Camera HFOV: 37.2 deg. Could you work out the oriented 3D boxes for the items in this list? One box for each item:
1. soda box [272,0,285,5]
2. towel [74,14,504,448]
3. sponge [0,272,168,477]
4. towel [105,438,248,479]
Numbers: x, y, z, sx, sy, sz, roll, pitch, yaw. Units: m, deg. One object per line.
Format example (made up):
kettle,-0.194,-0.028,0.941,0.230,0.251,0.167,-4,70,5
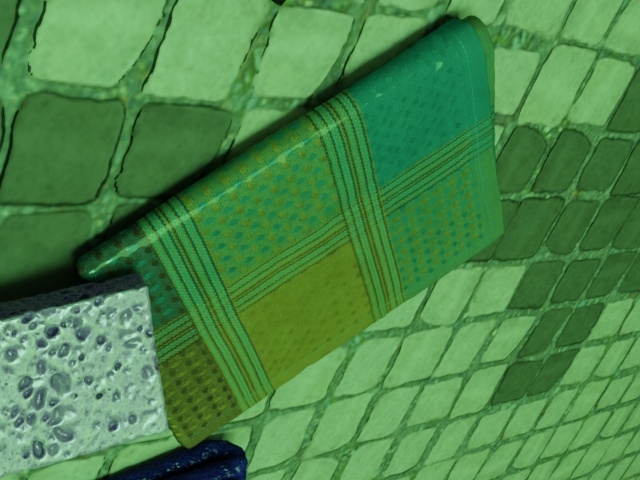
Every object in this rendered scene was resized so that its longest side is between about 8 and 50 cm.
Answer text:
soda box,0.003,-0.227,0.564,0.169,0.060,0.053,-49,145,3
towel,0.000,0.000,0.798,0.370,0.040,0.271,-33,141,-15
sponge,-0.209,0.100,0.632,0.210,0.031,0.117,-12,114,-24
towel,-0.178,0.341,0.906,0.227,0.076,0.308,-17,134,-36
